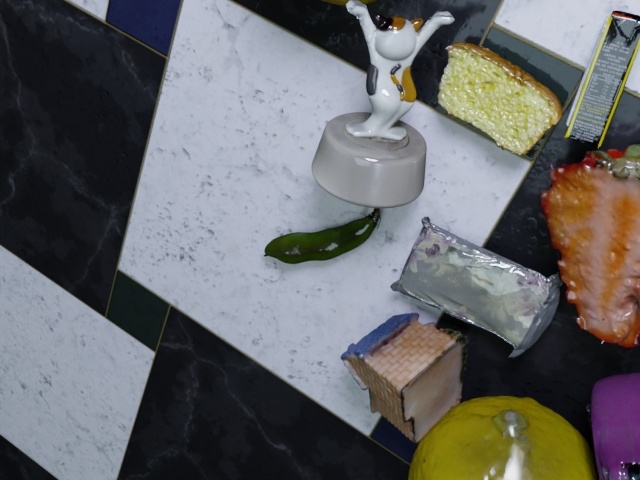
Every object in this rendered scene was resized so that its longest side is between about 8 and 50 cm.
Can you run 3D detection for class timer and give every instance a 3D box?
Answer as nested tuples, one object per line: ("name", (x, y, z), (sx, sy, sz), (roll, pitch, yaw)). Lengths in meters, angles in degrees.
("timer", (0.091, -0.201, 0.975), (0.175, 0.175, 0.266), (23, 127, 17))

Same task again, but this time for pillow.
("pillow", (0.252, 0.069, 1.099), (0.255, 0.059, 0.169), (27, 123, 17))

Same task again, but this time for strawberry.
("strawberry", (0.455, -0.003, 0.913), (0.253, 0.150, 0.280), (0, 115, 50))

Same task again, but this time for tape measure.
("tape measure", (0.467, 0.316, 0.981), (0.149, 0.245, 0.231), (-14, 120, 31))

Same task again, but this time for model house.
("model house", (0.139, 0.223, 1.177), (0.172, 0.166, 0.183), (29, 142, 39))

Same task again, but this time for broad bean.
("broad bean", (0.002, 0.004, 1.208), (0.254, 0.046, 0.065), (-15, 97, 30))

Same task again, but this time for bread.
("bread", (0.250, -0.204, 0.976), (0.187, 0.065, 0.103), (32, 124, 10))

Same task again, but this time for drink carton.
("drink carton", (0.375, -0.214, 0.901), (0.056, 0.071, 0.166), (19, 118, 16))

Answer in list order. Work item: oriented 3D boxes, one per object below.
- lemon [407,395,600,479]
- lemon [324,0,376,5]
("lemon", (0.289, 0.415, 1.081), (0.336, 0.336, 0.336), (11, 116, 23))
("lemon", (0.022, -0.419, 0.909), (0.260, 0.204, 0.204), (19, 125, -17))
